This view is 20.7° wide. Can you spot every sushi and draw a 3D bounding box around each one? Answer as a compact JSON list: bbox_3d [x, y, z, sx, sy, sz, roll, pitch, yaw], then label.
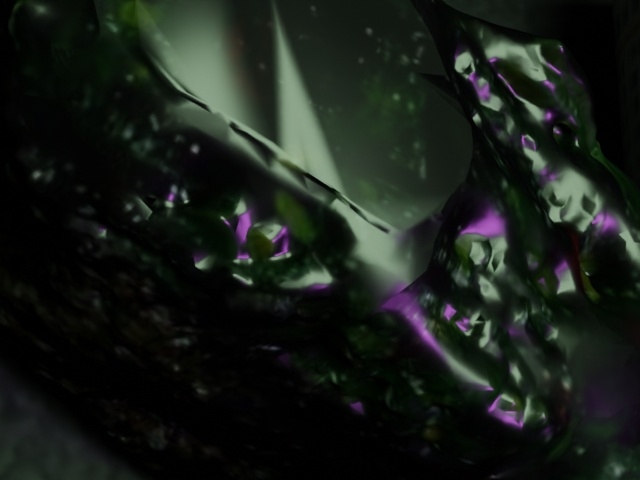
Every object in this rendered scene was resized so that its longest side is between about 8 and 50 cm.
[{"bbox_3d":[0.000,0.000,0.469,0.225,0.127,0.124,36,56,-20],"label":"sushi"}]

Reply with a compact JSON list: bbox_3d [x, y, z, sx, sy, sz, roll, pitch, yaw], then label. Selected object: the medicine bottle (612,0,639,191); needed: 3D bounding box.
[{"bbox_3d":[0.181,0.015,0.561,0.165,0.165,0.273,12,68,-30],"label":"medicine bottle"}]
